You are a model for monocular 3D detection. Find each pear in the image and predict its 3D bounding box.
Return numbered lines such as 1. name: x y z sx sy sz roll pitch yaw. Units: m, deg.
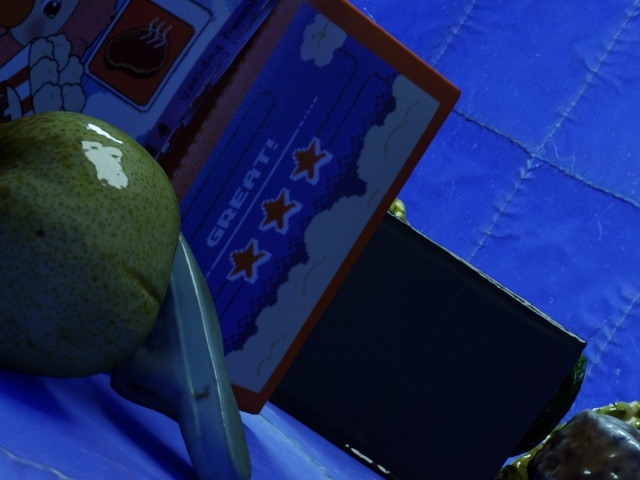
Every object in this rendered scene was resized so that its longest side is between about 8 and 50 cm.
1. pear: -0.163 0.001 0.930 0.136 0.167 0.167 47 -4 -29

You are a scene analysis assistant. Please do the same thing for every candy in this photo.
1. candy: 0.305 0.275 1.556 0.214 0.157 0.289 48 -2 8

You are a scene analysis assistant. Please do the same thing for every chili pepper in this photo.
1. chili pepper: 0.168 0.187 1.761 0.279 0.122 0.065 -7 -31 30

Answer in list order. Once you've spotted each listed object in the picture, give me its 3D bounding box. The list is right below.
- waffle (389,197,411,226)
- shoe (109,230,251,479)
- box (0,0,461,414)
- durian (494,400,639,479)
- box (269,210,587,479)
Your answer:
1. waffle: 0.000 0.000 2.001 0.261 0.151 0.324 37 -23 26
2. shoe: -0.099 0.075 0.985 0.079 0.078 0.195 72 -2 -61
3. box: -0.144 -0.099 1.223 0.349 0.318 0.257 36 3 37
4. durian: 0.347 0.272 1.809 0.305 0.195 0.185 34 8 -39
5. box: 0.106 0.115 1.553 0.251 0.204 0.345 34 2 7
